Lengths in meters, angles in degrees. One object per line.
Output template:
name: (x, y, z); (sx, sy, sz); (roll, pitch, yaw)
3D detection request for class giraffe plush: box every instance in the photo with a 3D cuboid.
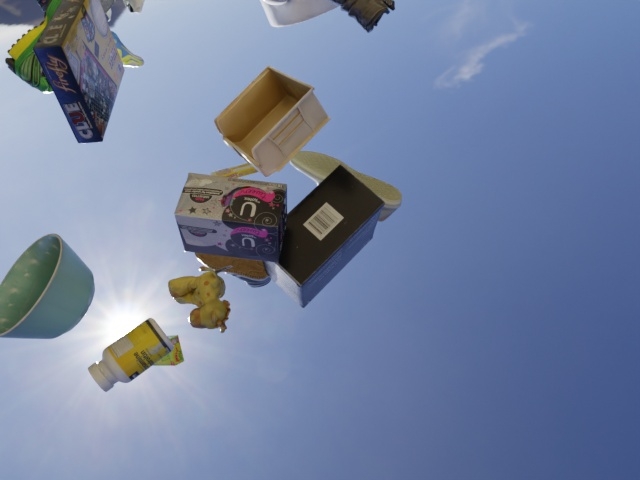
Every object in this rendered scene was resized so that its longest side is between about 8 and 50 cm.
giraffe plush: (-0.330, 0.187, 1.459); (0.210, 0.181, 0.170); (-27, -115, 25)

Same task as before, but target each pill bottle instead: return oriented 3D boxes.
pill bottle: (-0.461, 0.280, 1.213); (0.184, 0.103, 0.103); (-37, -140, -20)

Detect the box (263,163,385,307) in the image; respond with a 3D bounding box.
box: (0.000, 0.000, 1.501); (0.179, 0.312, 0.343); (42, -105, 13)

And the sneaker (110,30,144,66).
sneaker: (-0.787, -0.753, 1.954); (0.091, 0.126, 0.240); (12, -162, 20)

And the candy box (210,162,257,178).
candy box: (-0.290, -0.250, 1.787); (0.206, 0.027, 0.105); (-16, -155, -9)

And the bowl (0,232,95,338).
bowl: (-0.762, 0.153, 1.403); (0.311, 0.163, 0.311); (-22, -132, 27)

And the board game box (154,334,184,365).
board game box: (-0.548, 0.372, 1.681); (0.181, 0.092, 0.043); (-9, -173, 31)

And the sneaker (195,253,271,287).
sneaker: (-0.301, 0.088, 1.760); (0.282, 0.153, 0.099); (19, -105, 8)

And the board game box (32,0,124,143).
board game box: (-0.394, -0.301, 0.837); (0.042, 0.165, 0.243); (-7, -134, -3)

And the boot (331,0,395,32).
boot: (0.072, -0.602, 1.156); (0.118, 0.223, 0.338); (-44, -161, 45)

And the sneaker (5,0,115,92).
sneaker: (-0.659, -0.536, 1.326); (0.343, 0.146, 0.134); (-48, 178, 4)

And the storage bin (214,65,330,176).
storage bin: (-0.152, -0.352, 1.466); (0.260, 0.123, 0.262); (-46, -134, -4)

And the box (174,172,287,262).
box: (-0.213, -0.054, 1.233); (0.247, 0.163, 0.142); (6, -125, 1)

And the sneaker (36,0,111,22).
sneaker: (-0.765, -0.694, 1.413); (0.131, 0.350, 0.148); (3, -104, 36)

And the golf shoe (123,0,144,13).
golf shoe: (-0.546, -0.693, 1.406); (0.069, 0.086, 0.176); (-8, -147, -34)

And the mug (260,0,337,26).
mug: (-0.094, -0.773, 1.330); (0.276, 0.328, 0.374); (1, -139, 31)

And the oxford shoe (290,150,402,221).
oxford shoe: (0.075, -0.195, 1.793); (0.449, 0.130, 0.169); (28, -140, 14)
